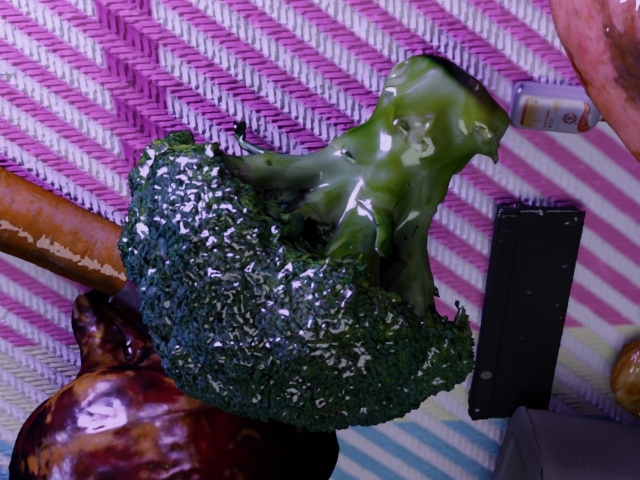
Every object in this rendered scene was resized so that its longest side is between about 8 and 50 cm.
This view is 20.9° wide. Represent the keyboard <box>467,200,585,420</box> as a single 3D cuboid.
[{"bbox_3d":[0.165,0.060,1.414,0.072,0.023,0.231,-1,129,-5],"label":"keyboard"}]

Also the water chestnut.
[{"bbox_3d":[-0.133,0.186,1.388,0.244,0.289,0.289,26,131,18],"label":"water chestnut"}]

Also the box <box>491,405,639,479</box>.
[{"bbox_3d":[0.296,0.337,1.470,0.344,0.177,0.351,12,110,-7],"label":"box"}]

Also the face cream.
[{"bbox_3d":[0.183,-0.097,1.285,0.083,0.021,0.040,5,130,-2],"label":"face cream"}]

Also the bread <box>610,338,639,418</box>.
[{"bbox_3d":[0.296,0.120,1.440,0.111,0.044,0.083,9,132,-2],"label":"bread"}]

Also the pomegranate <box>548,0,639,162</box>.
[{"bbox_3d":[0.289,-0.156,1.057,0.322,0.322,0.322,1,129,2],"label":"pomegranate"}]

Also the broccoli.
[{"bbox_3d":[0.000,0.000,1.257,0.297,0.297,0.297,-48,119,-10],"label":"broccoli"}]

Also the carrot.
[{"bbox_3d":[-0.249,-0.024,1.339,0.225,0.067,0.067,26,125,-19],"label":"carrot"}]
